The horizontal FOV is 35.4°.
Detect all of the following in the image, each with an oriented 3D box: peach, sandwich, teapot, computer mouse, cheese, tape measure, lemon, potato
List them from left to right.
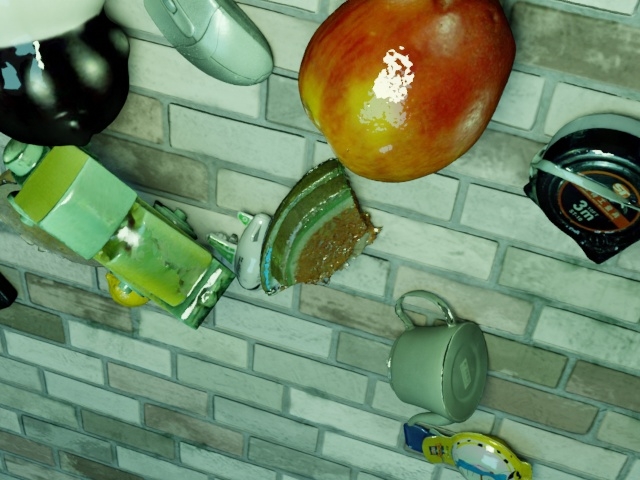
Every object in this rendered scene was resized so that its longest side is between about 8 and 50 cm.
[{"bbox_3d":[-0.444,-0.044,1.706,0.138,0.098,0.243,-24,124,42],"label":"potato"},{"bbox_3d":[-0.348,0.086,1.807,0.092,0.065,0.065,31,136,-14],"label":"lemon"},{"bbox_3d":[-0.159,-0.292,1.369,0.229,0.068,0.113,42,132,-17],"label":"computer mouse"},{"bbox_3d":[-0.010,0.003,1.523,0.235,0.079,0.159,-43,121,16],"label":"sandwich"},{"bbox_3d":[0.110,-0.202,1.222,0.238,0.281,0.281,57,147,31],"label":"peach"},{"bbox_3d":[0.173,0.197,1.639,0.149,0.162,0.239,4,108,36],"label":"teapot"},{"bbox_3d":[0.265,0.393,1.827,0.250,0.064,0.157,13,135,29],"label":"cheese"},{"bbox_3d":[0.373,-0.076,1.312,0.182,0.107,0.181,41,136,-16],"label":"tape measure"}]

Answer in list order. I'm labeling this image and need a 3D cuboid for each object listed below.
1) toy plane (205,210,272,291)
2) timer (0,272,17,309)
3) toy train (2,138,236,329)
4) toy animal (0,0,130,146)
[{"bbox_3d":[-0.104,0.021,1.631,0.174,0.080,0.174,13,137,12],"label":"toy plane"},{"bbox_3d":[-0.697,0.071,1.952,0.144,0.055,0.187,-17,122,35],"label":"timer"},{"bbox_3d":[-0.299,-0.014,1.516,0.397,0.160,0.253,41,174,-36],"label":"toy train"},{"bbox_3d":[-0.379,-0.302,1.332,0.250,0.251,0.310,9,141,16],"label":"toy animal"}]
